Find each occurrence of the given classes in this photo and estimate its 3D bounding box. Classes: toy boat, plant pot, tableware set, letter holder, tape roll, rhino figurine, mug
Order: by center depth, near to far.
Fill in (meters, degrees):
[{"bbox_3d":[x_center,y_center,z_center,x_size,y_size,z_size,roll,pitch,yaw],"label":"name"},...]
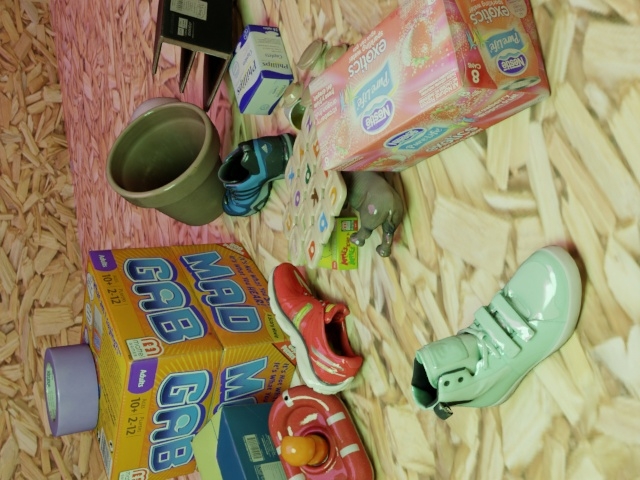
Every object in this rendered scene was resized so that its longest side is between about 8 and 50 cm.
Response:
[{"bbox_3d":[0.066,-0.091,1.042,0.243,0.073,0.106,-114,32,-42],"label":"rhino figurine"},{"bbox_3d":[-0.018,0.361,1.113,0.151,0.151,0.231,-34,58,12],"label":"toy boat"},{"bbox_3d":[-0.012,-0.297,1.145,0.141,0.020,0.169,-60,33,-3],"label":"tableware set"},{"bbox_3d":[-0.042,-0.237,1.217,0.064,0.062,0.078,46,123,57],"label":"mug"},{"bbox_3d":[-0.538,0.319,1.376,0.189,0.080,0.188,7,98,59],"label":"tape roll"},{"bbox_3d":[-0.301,-0.471,1.461,0.214,0.152,0.301,127,145,-51],"label":"letter holder"},{"bbox_3d":[-0.321,-0.148,1.487,0.263,0.263,0.229,59,-179,37],"label":"plant pot"}]

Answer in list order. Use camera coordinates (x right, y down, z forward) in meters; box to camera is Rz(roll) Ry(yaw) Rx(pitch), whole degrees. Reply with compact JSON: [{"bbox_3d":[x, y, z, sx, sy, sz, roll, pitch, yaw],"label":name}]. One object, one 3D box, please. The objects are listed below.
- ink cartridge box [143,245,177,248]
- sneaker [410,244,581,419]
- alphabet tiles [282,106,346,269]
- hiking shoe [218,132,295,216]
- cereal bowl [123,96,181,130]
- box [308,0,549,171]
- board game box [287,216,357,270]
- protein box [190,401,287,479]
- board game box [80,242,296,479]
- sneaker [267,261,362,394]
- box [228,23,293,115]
[{"bbox_3d":[-0.509,0.141,1.883,0.088,0.193,0.234,-21,74,59],"label":"ink cartridge box"},{"bbox_3d":[0.201,0.118,0.768,0.094,0.151,0.255,55,135,43],"label":"sneaker"},{"bbox_3d":[-0.011,-0.099,1.105,0.277,0.021,0.284,-107,31,-48],"label":"alphabet tiles"},{"bbox_3d":[-0.164,-0.139,1.352,0.304,0.132,0.113,-41,58,52],"label":"hiking shoe"},{"bbox_3d":[-0.495,-0.254,1.875,0.339,0.141,0.338,7,98,57],"label":"cereal bowl"},{"bbox_3d":[0.127,-0.202,0.855,0.300,0.154,0.142,-23,73,56],"label":"box"},{"bbox_3d":[0.000,0.000,1.185,0.181,0.043,0.092,7,99,58],"label":"board game box"},{"bbox_3d":[-0.107,0.430,1.229,0.136,0.201,0.199,-49,51,32],"label":"protein box"},{"bbox_3d":[-0.305,0.254,1.406,0.356,0.357,0.356,50,134,45],"label":"board game box"},{"bbox_3d":[-0.002,0.142,1.179,0.118,0.107,0.279,-47,55,27],"label":"sneaker"},{"bbox_3d":[-0.128,-0.352,1.331,0.126,0.072,0.137,-44,57,52],"label":"box"}]
